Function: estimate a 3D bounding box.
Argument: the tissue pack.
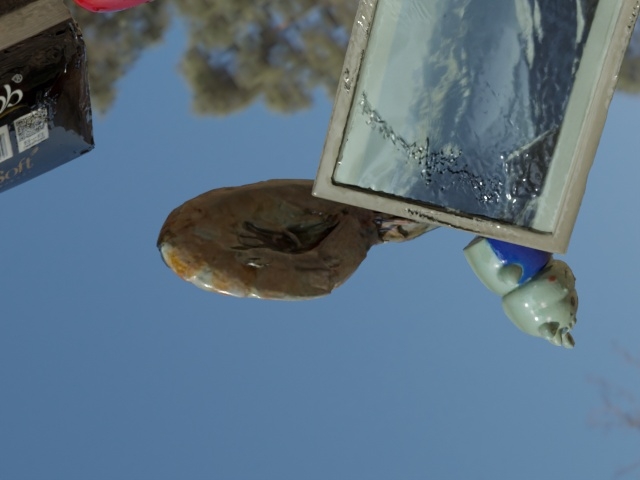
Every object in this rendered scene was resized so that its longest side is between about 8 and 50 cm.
[{"bbox_3d":[-0.406,-0.126,1.722,0.198,0.370,0.210,49,153,33],"label":"tissue pack"}]

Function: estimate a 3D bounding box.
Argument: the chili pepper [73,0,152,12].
[{"bbox_3d":[-0.110,-0.225,1.168,0.110,0.110,0.387,53,-154,-13],"label":"chili pepper"}]

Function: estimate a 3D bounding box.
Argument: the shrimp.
[{"bbox_3d":[0.000,0.000,1.756,0.317,0.062,0.164,-5,-136,-18],"label":"shrimp"}]

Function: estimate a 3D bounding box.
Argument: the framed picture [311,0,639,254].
[{"bbox_3d":[0.147,-0.164,1.631,0.247,0.335,0.022,14,-157,-1],"label":"framed picture"}]

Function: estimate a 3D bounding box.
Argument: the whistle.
[{"bbox_3d":[0.218,0.016,2.030,0.244,0.092,0.110,59,-153,-1],"label":"whistle"}]
